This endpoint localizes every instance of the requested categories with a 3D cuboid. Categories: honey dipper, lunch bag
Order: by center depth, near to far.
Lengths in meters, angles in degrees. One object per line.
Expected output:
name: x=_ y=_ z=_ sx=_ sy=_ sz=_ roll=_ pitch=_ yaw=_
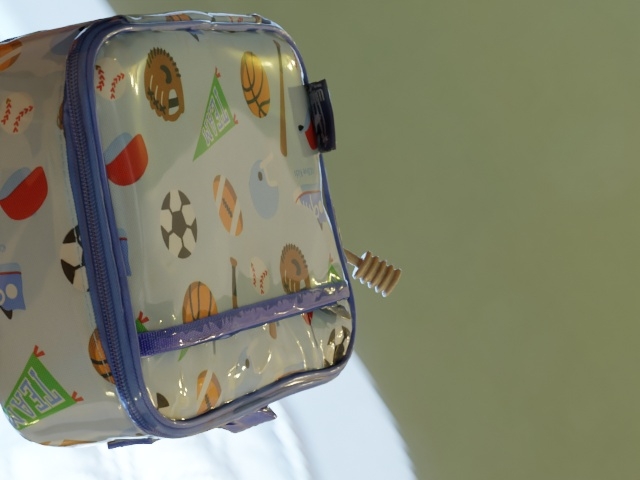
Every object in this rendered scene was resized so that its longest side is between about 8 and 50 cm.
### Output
lunch bag: x=-0.079 y=-0.003 z=1.119 sx=0.115 sy=0.243 sz=0.303 roll=-12 pitch=180 yaw=25
honey dipper: x=0.000 y=0.000 z=1.831 sx=0.030 sy=0.160 sz=0.030 roll=-58 pitch=-172 yaw=13
